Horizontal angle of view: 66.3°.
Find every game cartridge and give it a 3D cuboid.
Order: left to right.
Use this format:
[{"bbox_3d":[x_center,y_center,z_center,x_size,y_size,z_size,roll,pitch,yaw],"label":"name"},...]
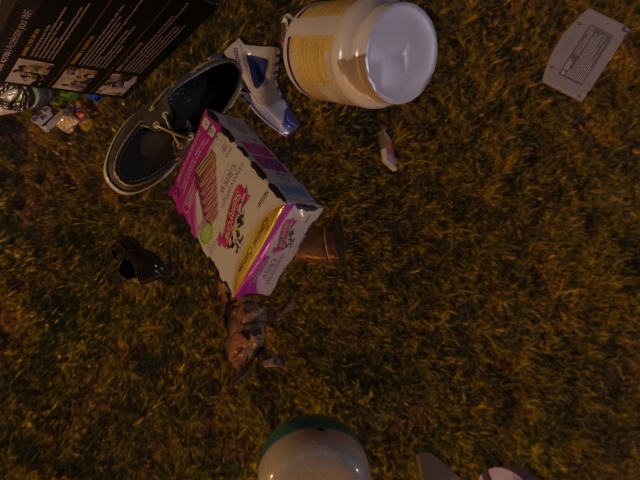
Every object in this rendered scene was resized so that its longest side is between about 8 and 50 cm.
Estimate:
[{"bbox_3d":[0.278,-0.198,0.523,0.056,0.017,0.083,31,105,4],"label":"game cartridge"}]

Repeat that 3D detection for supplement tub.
[{"bbox_3d":[0.085,-0.442,1.159,0.241,0.331,0.241,-14,116,-30],"label":"supplement tub"}]

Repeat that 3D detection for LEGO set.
[{"bbox_3d":[-0.661,-0.362,1.344,0.087,0.093,0.227,25,64,16],"label":"LEGO set"}]

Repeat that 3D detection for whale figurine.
[{"bbox_3d":[-0.020,0.409,0.802,0.216,0.141,0.272,4,107,-9],"label":"whale figurine"}]

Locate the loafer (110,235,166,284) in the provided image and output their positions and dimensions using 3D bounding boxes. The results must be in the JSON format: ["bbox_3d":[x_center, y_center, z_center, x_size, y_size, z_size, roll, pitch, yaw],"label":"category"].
[{"bbox_3d":[-0.460,0.048,1.184,0.078,0.220,0.080,-32,124,-35],"label":"loafer"}]

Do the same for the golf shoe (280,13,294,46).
[{"bbox_3d":[-0.030,-0.663,1.670,0.272,0.120,0.105,34,74,13],"label":"golf shoe"}]

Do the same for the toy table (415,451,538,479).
[{"bbox_3d":[0.273,0.499,0.862,0.160,0.252,0.274,-2,135,-9],"label":"toy table"}]

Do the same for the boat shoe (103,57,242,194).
[{"bbox_3d":[-0.245,-0.203,0.832,0.109,0.091,0.305,46,65,-24],"label":"boat shoe"}]

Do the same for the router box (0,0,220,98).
[{"bbox_3d":[-0.187,-0.178,0.397,0.133,0.179,0.046,-8,83,-47],"label":"router box"}]

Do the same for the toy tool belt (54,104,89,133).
[{"bbox_3d":[-0.560,-0.284,1.109,0.083,0.051,0.052,-24,139,21],"label":"toy tool belt"}]

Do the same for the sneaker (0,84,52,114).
[{"bbox_3d":[-0.967,-0.433,1.516,0.299,0.121,0.111,1,106,15],"label":"sneaker"}]

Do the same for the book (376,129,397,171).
[{"bbox_3d":[0.272,-0.361,1.980,0.096,0.035,0.144,29,47,-51],"label":"book"}]

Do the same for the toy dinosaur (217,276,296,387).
[{"bbox_3d":[-0.180,0.222,1.162,0.127,0.200,0.296,37,46,-37],"label":"toy dinosaur"}]

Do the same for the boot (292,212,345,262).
[{"bbox_3d":[0.000,0.000,1.183,0.115,0.305,0.112,-12,93,10],"label":"boot"}]

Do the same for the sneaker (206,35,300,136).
[{"bbox_3d":[-0.150,-0.461,1.403,0.182,0.127,0.315,-44,107,8],"label":"sneaker"}]

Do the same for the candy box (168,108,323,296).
[{"bbox_3d":[-0.118,-0.056,0.694,0.071,0.233,0.159,3,127,-47],"label":"candy box"}]
